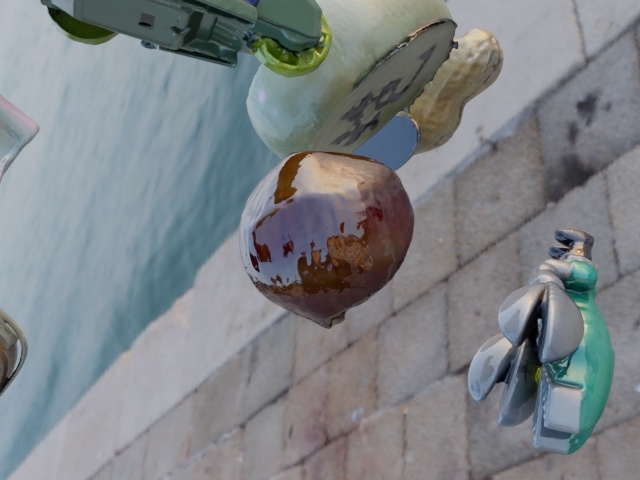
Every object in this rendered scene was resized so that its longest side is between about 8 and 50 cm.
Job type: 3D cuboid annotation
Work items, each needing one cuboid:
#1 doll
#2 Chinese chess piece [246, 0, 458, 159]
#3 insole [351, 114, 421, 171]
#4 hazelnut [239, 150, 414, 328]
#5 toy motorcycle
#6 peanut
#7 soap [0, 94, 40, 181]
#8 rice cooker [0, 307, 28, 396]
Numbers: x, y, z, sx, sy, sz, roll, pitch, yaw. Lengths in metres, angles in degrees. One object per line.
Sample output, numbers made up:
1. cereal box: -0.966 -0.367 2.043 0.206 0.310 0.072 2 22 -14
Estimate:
1. doll: 0.251 0.116 1.117 0.258 0.153 0.195 -66 -18 -61
2. Chinese chess piece: 0.051 -0.258 1.515 0.349 0.146 0.349 -41 -11 -10
3. insole: 0.090 -0.150 1.828 0.309 0.012 0.110 -34 63 54
4. hazelnut: 0.002 -0.008 0.987 0.170 0.160 0.201 -62 8 -2
5. toy motorcycle: -0.136 -0.303 1.070 0.191 0.326 0.200 144 138 -71
6. peanut: 0.217 -0.263 1.800 0.290 0.130 0.130 -52 30 24
7. soap: -0.448 -0.140 0.858 0.208 0.347 0.115 -21 39 47
8. rice cooker: -0.479 0.166 1.273 0.206 0.145 0.127 -44 8 18
